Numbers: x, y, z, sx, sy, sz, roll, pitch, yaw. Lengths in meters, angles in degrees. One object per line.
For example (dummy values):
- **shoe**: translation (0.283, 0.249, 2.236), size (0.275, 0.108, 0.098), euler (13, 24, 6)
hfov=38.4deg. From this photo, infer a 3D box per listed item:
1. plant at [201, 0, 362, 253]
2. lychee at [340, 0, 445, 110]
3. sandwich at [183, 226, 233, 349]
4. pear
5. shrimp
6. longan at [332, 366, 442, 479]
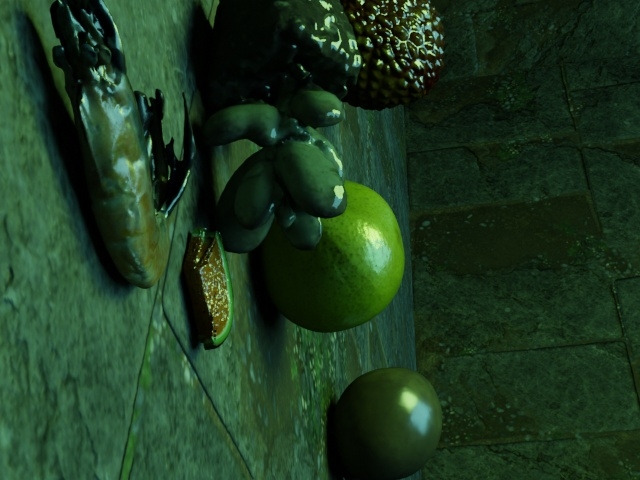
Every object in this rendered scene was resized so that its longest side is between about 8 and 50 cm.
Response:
- **plant**: translation (-0.037, -0.123, 0.872), size (0.149, 0.146, 0.274), euler (17, 59, -31)
- **lychee**: translation (0.093, -0.340, 1.562), size (0.271, 0.236, 0.235), euler (34, 47, -49)
- **sandwich**: translation (-0.097, 0.038, 0.785), size (0.069, 0.026, 0.101), euler (-29, 109, -75)
- **pear**: translation (0.000, 0.000, 1.035), size (0.216, 0.166, 0.180), euler (52, 38, -29)
- **shrimp**: translation (-0.125, -0.076, 0.619), size (0.152, 0.046, 0.219), euler (-82, 167, -53)
- **longan**: translation (0.090, 0.283, 1.359), size (0.204, 0.159, 0.185), euler (-60, 165, 22)
